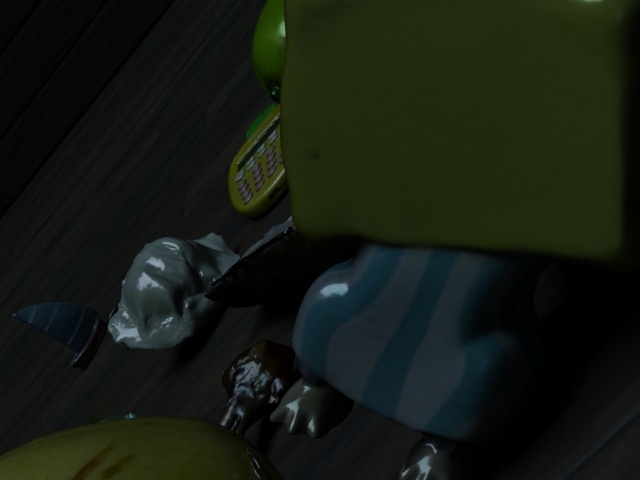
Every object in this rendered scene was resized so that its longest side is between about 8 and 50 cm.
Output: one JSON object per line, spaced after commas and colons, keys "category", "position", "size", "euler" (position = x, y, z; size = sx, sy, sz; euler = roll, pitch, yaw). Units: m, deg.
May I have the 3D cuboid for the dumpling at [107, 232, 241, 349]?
{"category": "dumpling", "position": [-0.161, 0.055, 1.594], "size": [0.127, 0.108, 0.188], "euler": [8, 44, 43]}

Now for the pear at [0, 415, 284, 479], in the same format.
{"category": "pear", "position": [-0.128, 0.259, 0.877], "size": [0.309, 0.309, 0.309], "euler": [-46, 21, 23]}

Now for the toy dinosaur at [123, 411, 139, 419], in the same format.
{"category": "toy dinosaur", "position": [-0.185, 0.241, 1.417], "size": [0.106, 0.044, 0.187], "euler": [-55, 24, -9]}

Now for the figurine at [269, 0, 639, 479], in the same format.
{"category": "figurine", "position": [0.146, -0.059, 0.992], "size": [0.377, 0.266, 0.361], "euler": [-26, -44, -59]}

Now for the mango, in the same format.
{"category": "mango", "position": [0.032, -0.293, 1.622], "size": [0.192, 0.156, 0.343], "euler": [-30, 28, 45]}

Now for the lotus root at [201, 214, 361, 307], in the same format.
{"category": "lotus root", "position": [0.000, 0.001, 1.340], "size": [0.167, 0.078, 0.329], "euler": [-40, 3, -42]}

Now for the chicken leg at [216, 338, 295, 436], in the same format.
{"category": "chicken leg", "position": [-0.104, 0.215, 1.215], "size": [0.113, 0.093, 0.304], "euler": [1, 48, 47]}

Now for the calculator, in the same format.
{"category": "calculator", "position": [-0.064, -0.109, 1.730], "size": [0.146, 0.032, 0.235], "euler": [-48, 21, 19]}

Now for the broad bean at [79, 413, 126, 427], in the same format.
{"category": "broad bean", "position": [-0.234, 0.277, 1.360], "size": [0.153, 0.072, 0.207], "euler": [-12, 53, 38]}

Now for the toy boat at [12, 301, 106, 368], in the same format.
{"category": "toy boat", "position": [-0.364, 0.115, 1.926], "size": [0.034, 0.122, 0.096], "euler": [-34, 27, 50]}
